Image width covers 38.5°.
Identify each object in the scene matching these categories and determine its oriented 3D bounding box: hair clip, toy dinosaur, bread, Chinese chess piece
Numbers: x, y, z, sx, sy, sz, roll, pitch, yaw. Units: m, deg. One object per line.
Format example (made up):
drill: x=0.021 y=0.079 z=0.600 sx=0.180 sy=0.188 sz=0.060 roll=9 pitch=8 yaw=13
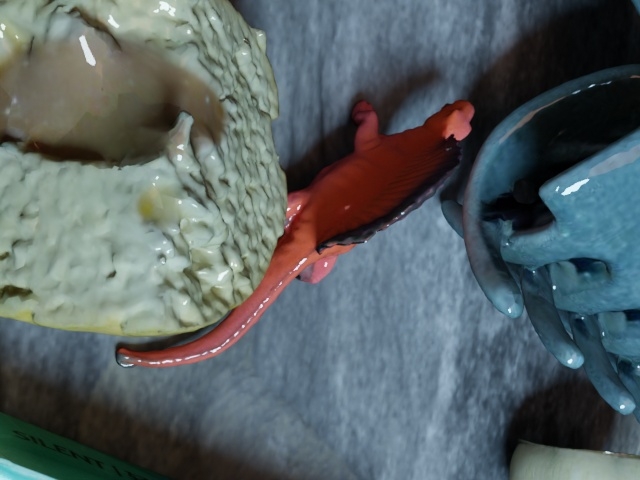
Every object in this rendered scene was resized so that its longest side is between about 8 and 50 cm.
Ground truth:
hair clip: x=0.259 y=-0.005 z=0.630 sx=0.238 sy=0.392 sz=0.318 roll=-44 pitch=120 yaw=12
toy dinosaur: x=0.006 y=-0.001 z=0.564 sx=0.286 sy=0.139 sz=0.070 roll=-41 pitch=113 yaw=-16
bread: x=-0.129 y=-0.046 z=0.523 sx=0.211 sy=0.224 sz=0.184 roll=-4 pitch=94 yaw=-69
Chinese chess piece: x=0.208 y=0.186 z=0.708 sx=0.122 sy=0.122 sz=0.051 roll=13 pitch=77 yaw=-29

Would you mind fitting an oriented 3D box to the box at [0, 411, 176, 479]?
box: x=-0.116 y=0.250 z=0.549 sx=0.311 sy=0.118 sz=0.205 roll=30 pitch=81 yaw=-29
